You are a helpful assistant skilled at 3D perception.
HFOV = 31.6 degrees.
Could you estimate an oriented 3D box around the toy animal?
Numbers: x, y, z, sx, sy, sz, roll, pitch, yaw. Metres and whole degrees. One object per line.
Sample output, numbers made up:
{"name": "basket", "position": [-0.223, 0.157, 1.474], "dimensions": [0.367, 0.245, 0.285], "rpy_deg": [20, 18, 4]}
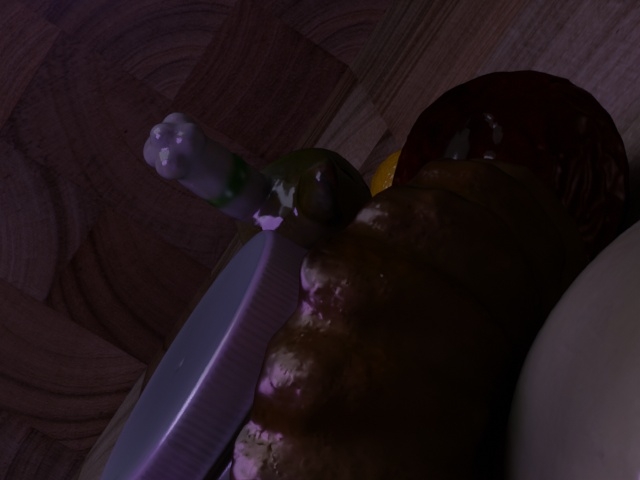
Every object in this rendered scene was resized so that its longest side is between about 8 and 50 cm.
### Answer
{"name": "toy animal", "position": [0.008, -0.008, 1.017], "dimensions": [0.181, 0.363, 0.180], "rpy_deg": [-4, 42, 28]}

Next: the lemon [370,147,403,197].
{"name": "lemon", "position": [0.113, -0.050, 1.272], "dimensions": [0.114, 0.114, 0.155], "rpy_deg": [-56, 12, 9]}

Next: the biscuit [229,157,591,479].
{"name": "biscuit", "position": [0.075, 0.114, 0.626], "dimensions": [0.326, 0.107, 0.325], "rpy_deg": [-32, -50, -48]}

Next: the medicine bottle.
{"name": "medicine bottle", "position": [-0.008, 0.156, 0.871], "dimensions": [0.252, 0.241, 0.252], "rpy_deg": [-56, 10, 14]}

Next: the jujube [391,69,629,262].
{"name": "jujube", "position": [0.143, -0.021, 0.877], "dimensions": [0.190, 0.190, 0.255], "rpy_deg": [-47, 20, 44]}

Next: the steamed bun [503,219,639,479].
{"name": "steamed bun", "position": [0.179, 0.080, 0.466], "dimensions": [0.250, 0.155, 0.200], "rpy_deg": [-59, 10, 8]}
